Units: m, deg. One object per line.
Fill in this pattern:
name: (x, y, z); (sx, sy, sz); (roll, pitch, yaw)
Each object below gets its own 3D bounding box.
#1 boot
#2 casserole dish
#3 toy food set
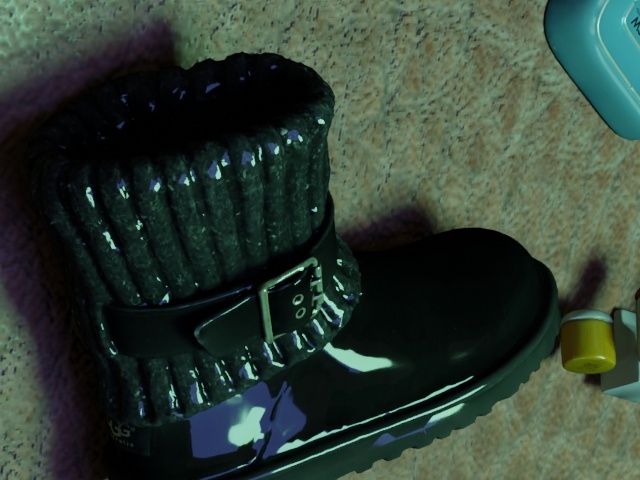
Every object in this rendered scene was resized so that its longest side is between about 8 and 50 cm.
boot: (0.002, 0.002, 1.090); (0.348, 0.131, 0.260); (-26, 122, -33)
casserole dish: (0.228, -0.145, 1.308); (0.114, 0.037, 0.188); (-56, 133, -11)
toy food set: (0.281, 0.062, 1.400); (0.232, 0.111, 0.104); (18, 63, -35)
